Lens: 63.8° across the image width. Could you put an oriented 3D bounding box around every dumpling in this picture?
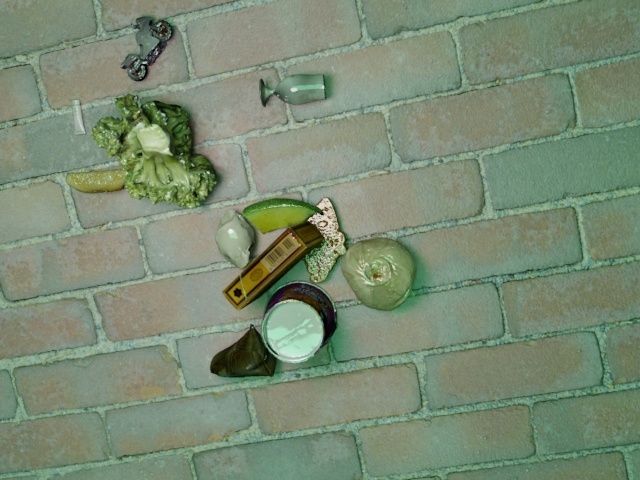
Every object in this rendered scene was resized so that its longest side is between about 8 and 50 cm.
[{"bbox_3d":[-0.286,0.001,1.662,0.150,0.092,0.176,-22,109,28],"label":"dumpling"}]

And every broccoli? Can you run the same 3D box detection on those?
[{"bbox_3d":[-0.502,-0.270,1.564,0.277,0.317,0.338,-25,64,-9],"label":"broccoli"}]

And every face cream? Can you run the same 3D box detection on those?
[{"bbox_3d":[-0.804,-0.408,1.706,0.038,0.020,0.115,-4,98,5],"label":"face cream"}]

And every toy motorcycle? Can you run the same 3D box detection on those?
[{"bbox_3d":[-0.566,-0.619,1.636,0.122,0.080,0.215,39,102,1],"label":"toy motorcycle"}]

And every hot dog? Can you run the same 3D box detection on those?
[{"bbox_3d":[-0.710,-0.194,1.687,0.243,0.084,0.073,-4,99,5],"label":"hot dog"}]

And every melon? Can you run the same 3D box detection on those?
[{"bbox_3d":[-0.122,-0.079,1.644,0.262,0.053,0.113,-5,108,15],"label":"melon"}]

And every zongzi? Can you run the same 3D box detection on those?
[{"bbox_3d":[-0.272,0.354,1.634,0.221,0.112,0.242,-10,137,11],"label":"zongzi"}]

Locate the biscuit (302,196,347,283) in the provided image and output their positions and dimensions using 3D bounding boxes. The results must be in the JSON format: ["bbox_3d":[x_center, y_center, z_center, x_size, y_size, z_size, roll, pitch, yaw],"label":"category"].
[{"bbox_3d":[0.000,0.000,1.658,0.183,0.043,0.280,6,92,7],"label":"biscuit"}]

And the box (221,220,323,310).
[{"bbox_3d":[-0.142,0.074,1.580,0.301,0.193,0.084,-43,84,17],"label":"box"}]

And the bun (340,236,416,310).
[{"bbox_3d":[0.181,0.112,1.601,0.244,0.153,0.243,1,99,8],"label":"bun"}]

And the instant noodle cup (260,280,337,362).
[{"bbox_3d":[-0.075,0.264,1.615,0.251,0.190,0.251,0,95,5],"label":"instant noodle cup"}]

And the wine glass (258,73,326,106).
[{"bbox_3d":[-0.083,-0.467,1.597,0.202,0.093,0.092,-4,95,8],"label":"wine glass"}]
